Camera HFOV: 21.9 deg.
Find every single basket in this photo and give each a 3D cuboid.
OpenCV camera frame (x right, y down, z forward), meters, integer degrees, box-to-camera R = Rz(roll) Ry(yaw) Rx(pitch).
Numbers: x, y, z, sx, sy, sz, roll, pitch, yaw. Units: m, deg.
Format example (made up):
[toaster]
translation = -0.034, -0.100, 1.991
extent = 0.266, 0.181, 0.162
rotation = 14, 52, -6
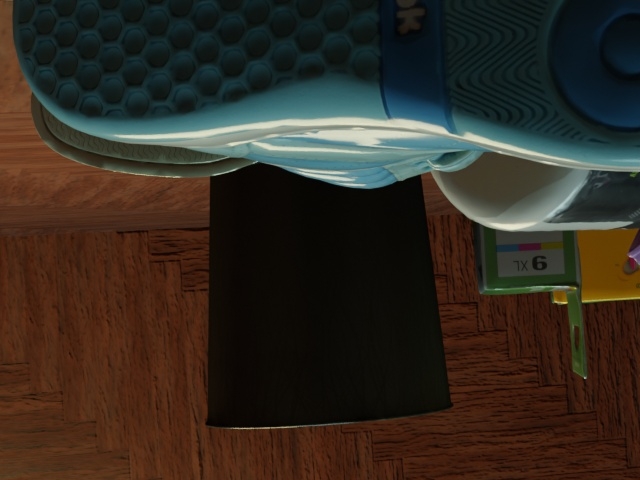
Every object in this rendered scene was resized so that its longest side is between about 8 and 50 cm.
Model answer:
[basket]
translation = 0.000, 0.000, 1.062
extent = 0.154, 0.226, 0.204
rotation = -4, 176, 16

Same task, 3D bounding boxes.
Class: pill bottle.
[pill bottle]
translation = 0.178, -0.070, 0.850
extent = 0.246, 0.130, 0.130
rotation = -1, 176, -39

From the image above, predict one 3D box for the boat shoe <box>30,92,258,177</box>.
[boat shoe]
translation = -0.040, -0.077, 0.912
extent = 0.233, 0.084, 0.079
rotation = -7, 177, 1

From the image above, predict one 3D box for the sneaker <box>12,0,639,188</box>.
[sneaker]
translation = 0.072, -0.081, 0.611
extent = 0.319, 0.127, 0.208
rotation = 6, 180, 25

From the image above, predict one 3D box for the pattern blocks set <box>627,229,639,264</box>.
[pattern blocks set]
translation = 0.281, -0.026, 0.955
extent = 0.026, 0.285, 0.325
rotation = 39, 169, -15

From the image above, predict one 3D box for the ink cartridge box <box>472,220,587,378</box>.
[ink cartridge box]
translation = 0.127, -0.017, 1.040
extent = 0.062, 0.209, 0.109
rotation = -4, 177, 3

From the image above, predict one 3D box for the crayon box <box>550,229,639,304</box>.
[crayon box]
translation = 0.320, -0.039, 1.307
extent = 0.278, 0.165, 0.081
rotation = -5, 177, 26
